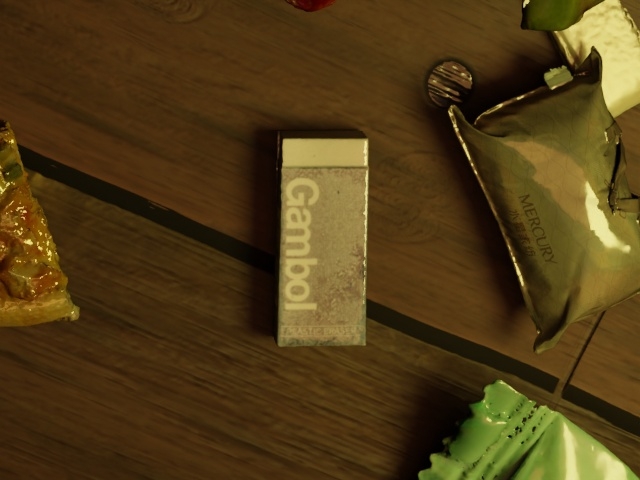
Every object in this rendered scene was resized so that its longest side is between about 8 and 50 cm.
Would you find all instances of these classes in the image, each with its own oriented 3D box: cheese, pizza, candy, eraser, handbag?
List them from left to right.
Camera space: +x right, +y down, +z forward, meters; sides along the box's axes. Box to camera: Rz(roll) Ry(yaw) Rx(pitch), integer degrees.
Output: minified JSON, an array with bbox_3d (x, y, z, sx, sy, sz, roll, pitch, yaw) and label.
[{"bbox_3d":[-0.341,-0.021,1.692,0.292,0.058,0.197,32,97,-13],"label":"pizza"},{"bbox_3d":[0.000,0.000,1.743,0.092,0.046,0.212,-1,104,-6],"label":"eraser"},{"bbox_3d":[0.210,-0.298,1.704,0.085,0.034,0.400,-30,105,6],"label":"cheese"},{"bbox_3d":[0.246,-0.040,1.728,0.182,0.117,0.270,-24,104,-5],"label":"handbag"},{"bbox_3d":[0.271,0.327,1.796,0.398,0.172,0.263,34,110,-1],"label":"candy"}]

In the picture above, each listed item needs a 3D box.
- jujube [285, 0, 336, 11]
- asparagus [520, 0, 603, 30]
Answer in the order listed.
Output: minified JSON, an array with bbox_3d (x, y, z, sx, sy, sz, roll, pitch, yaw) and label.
[{"bbox_3d":[-0.020,-0.275,1.661,0.077,0.077,0.129,-25,110,0],"label":"jujube"},{"bbox_3d":[0.315,-0.280,1.675,0.343,0.085,0.082,-24,110,-20],"label":"asparagus"}]
